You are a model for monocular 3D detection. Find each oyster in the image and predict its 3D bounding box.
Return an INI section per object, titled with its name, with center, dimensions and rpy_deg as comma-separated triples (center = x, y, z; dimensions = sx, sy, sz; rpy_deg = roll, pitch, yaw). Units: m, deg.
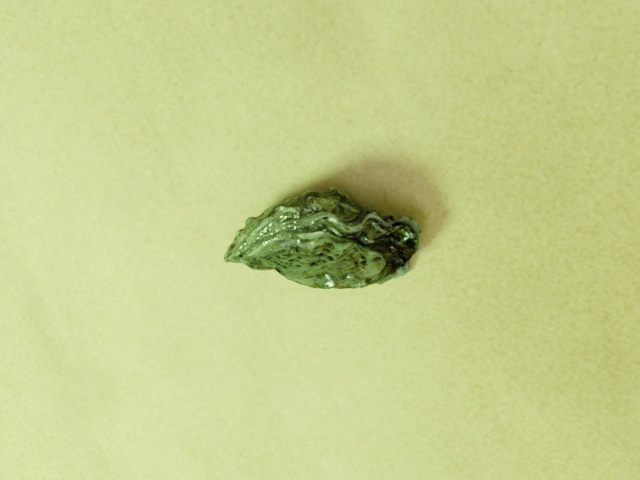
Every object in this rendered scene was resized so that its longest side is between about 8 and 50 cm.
[oyster]
center = 0.000, 0.000, 1.565
dimensions = 0.177, 0.064, 0.125
rpy_deg = 7, 138, 4
